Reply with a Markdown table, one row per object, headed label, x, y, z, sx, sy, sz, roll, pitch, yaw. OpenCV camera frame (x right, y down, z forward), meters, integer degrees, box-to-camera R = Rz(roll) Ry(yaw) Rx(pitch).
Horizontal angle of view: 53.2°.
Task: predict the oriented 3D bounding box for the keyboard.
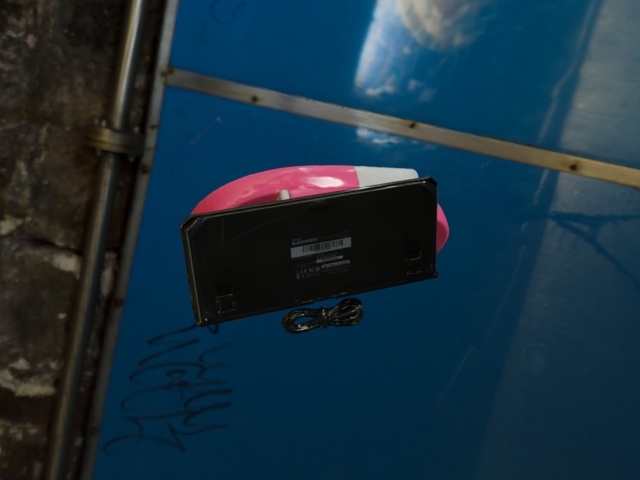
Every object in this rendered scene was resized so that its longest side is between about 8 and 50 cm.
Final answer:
| label | x | y | z | sx | sy | sz | roll | pitch | yaw |
| --- | --- | --- | --- | --- | --- | --- | --- | --- | --- |
| keyboard | -0.001 | 0.017 | 0.447 | 0.023 | 0.180 | 0.108 | -130 | -146 | -62 |

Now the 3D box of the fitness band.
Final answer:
| label | x | y | z | sx | sy | sz | roll | pitch | yaw |
| --- | --- | --- | --- | --- | --- | --- | --- | --- | --- |
| fitness band | 0.000 | 0.000 | 0.694 | 0.209 | 0.291 | 0.054 | 124 | -41 | -53 |
